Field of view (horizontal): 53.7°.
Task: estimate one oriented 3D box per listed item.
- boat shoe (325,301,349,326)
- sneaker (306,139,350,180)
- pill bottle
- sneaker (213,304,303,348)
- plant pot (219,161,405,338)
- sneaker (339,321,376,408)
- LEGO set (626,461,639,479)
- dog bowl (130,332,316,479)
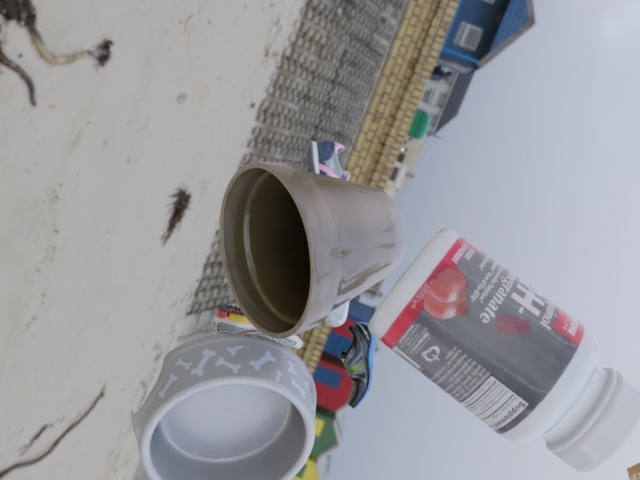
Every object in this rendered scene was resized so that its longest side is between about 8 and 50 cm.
[{"bbox_3d":[0.044,0.129,1.761,0.081,0.079,0.227,61,28,-42],"label":"boat shoe"},{"bbox_3d":[0.037,-0.163,1.975,0.112,0.131,0.319,150,-65,-74],"label":"sneaker"},{"bbox_3d":[0.234,0.142,0.810,0.176,0.318,0.176,-50,170,-12],"label":"pill bottle"},{"bbox_3d":[-0.147,0.221,1.489,0.088,0.225,0.093,-148,-104,-71],"label":"sneaker"},{"bbox_3d":[0.000,0.000,1.227,0.280,0.323,0.323,-11,135,-37],"label":"plant pot"},{"bbox_3d":[0.077,0.272,1.387,0.067,0.078,0.188,152,-56,-84],"label":"sneaker"},{"bbox_3d":[0.829,0.452,1.475,0.287,0.132,0.107,-46,-132,22],"label":"LEGO set"},{"bbox_3d":[-0.168,0.339,1.148,0.102,0.349,0.349,-113,-141,-60],"label":"dog bowl"}]
